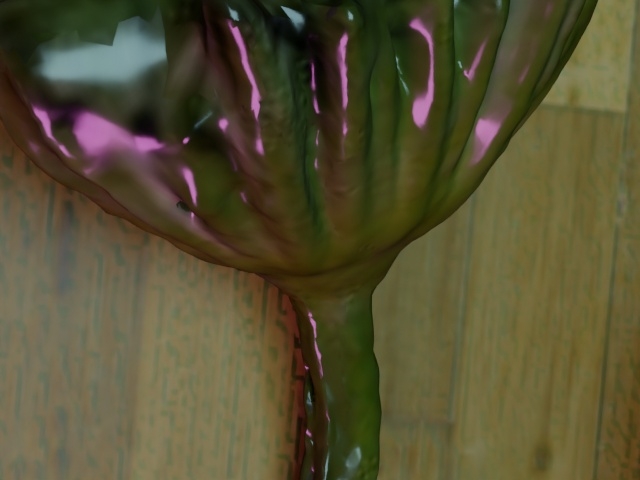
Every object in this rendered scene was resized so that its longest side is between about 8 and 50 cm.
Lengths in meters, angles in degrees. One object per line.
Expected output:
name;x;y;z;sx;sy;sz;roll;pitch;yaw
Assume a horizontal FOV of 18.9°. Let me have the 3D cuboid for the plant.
plant;-0.018;-0.011;0.676;0.251;0.180;0.333;-19;132;-25
